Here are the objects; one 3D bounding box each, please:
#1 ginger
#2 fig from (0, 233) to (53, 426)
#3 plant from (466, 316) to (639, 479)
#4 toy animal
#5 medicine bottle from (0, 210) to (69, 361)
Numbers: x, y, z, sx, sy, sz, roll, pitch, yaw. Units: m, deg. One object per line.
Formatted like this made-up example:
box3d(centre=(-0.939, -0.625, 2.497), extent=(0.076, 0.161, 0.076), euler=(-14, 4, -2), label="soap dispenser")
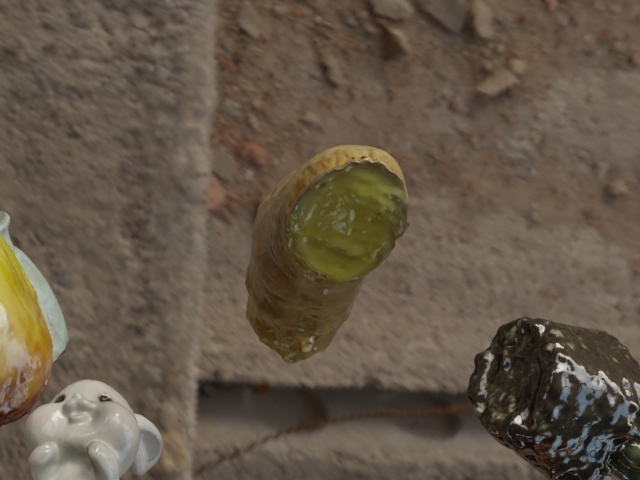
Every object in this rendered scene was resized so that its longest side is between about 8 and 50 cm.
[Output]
box3d(centre=(0.000, 0.000, 1.653), extent=(0.126, 0.354, 0.190), euler=(9, 68, -14), label="ginger")
box3d(centre=(-0.287, 0.018, 1.229), extent=(0.159, 0.159, 0.257), euler=(-16, 106, -18), label="fig")
box3d(centre=(0.234, 0.152, 1.521), extent=(0.194, 0.129, 0.132), euler=(27, 117, -33), label="plant")
box3d(centre=(-0.252, 0.261, 1.827), extent=(0.127, 0.193, 0.178), euler=(-4, 144, 7), label="toy animal")
box3d(centre=(-0.320, 0.062, 1.523), extent=(0.147, 0.147, 0.143), euler=(-30, 105, -13), label="medicine bottle")
